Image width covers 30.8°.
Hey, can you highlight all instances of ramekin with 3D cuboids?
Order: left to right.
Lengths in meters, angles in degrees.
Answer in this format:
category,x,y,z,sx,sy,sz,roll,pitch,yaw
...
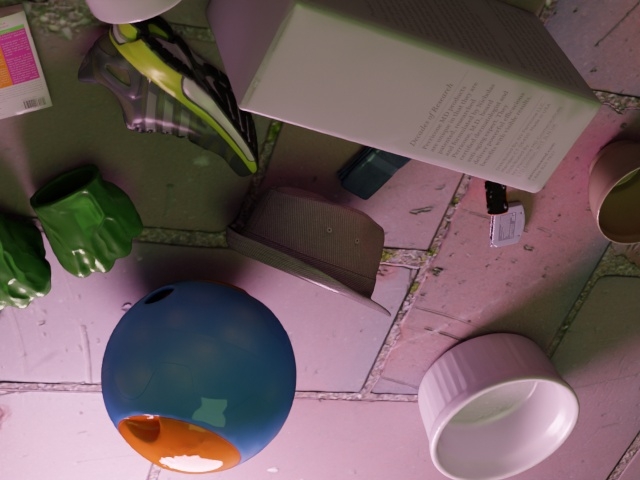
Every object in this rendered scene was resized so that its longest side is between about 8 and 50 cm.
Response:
category,x,y,z,sx,sy,sz,roll,pitch,yaw
ramekin,0.309,0.294,2.080,0.277,0.135,0.277,-10,133,-11

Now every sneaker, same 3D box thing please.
category,x,y,z,sx,sy,sz,roll,pitch,yaw
sneaker,-0.190,-0.179,1.524,0.121,0.111,0.300,-30,128,22

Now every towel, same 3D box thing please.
category,x,y,z,sx,sy,sz,roll,pitch,yaw
towel,0.086,-0.115,1.714,0.067,0.029,0.119,31,114,-37

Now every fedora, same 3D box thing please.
category,x,y,z,sx,sy,sz,roll,pitch,yaw
fedora,0.000,0.000,1.687,0.275,0.244,0.124,24,90,-24

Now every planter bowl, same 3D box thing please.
category,x,y,z,sx,sy,sz,roll,pitch,yaw
planter bowl,0.486,-0.090,1.821,0.162,0.109,0.162,-10,133,-11

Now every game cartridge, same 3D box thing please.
category,x,y,z,sx,sy,sz,roll,pitch,yaw
game cartridge,0.302,-0.027,1.877,0.056,0.017,0.083,-9,132,-7

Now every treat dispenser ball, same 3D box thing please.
category,x,y,z,sx,sy,sz,roll,pitch,yaw
treat dispenser ball,-0.179,0.200,1.723,0.288,0.288,0.288,-10,132,-11

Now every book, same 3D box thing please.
category,x,y,z,sx,sy,sz,roll,pitch,yaw
book,-0.399,-0.218,1.451,0.096,0.035,0.144,-15,134,-10

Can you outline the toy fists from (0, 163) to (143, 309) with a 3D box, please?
category,x,y,z,sx,sy,sz,roll,pitch,yaw
toy fists,-0.385,0.002,1.610,0.279,0.096,0.142,-24,124,4

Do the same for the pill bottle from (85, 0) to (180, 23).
category,x,y,z,sx,sy,sz,roll,pitch,yaw
pill bottle,-0.242,-0.389,1.266,0.160,0.160,0.283,-21,133,-1

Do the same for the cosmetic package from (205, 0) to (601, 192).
category,x,y,z,sx,sy,sz,roll,pitch,yaw
cosmetic package,0.105,-0.232,1.481,0.453,0.230,0.161,14,125,-28

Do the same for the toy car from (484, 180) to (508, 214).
category,x,y,z,sx,sy,sz,roll,pitch,yaw
toy car,0.310,-0.081,1.807,0.122,0.060,0.040,-25,166,12
